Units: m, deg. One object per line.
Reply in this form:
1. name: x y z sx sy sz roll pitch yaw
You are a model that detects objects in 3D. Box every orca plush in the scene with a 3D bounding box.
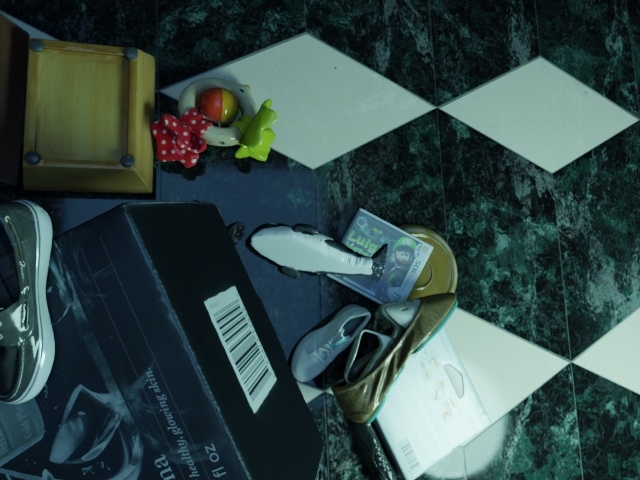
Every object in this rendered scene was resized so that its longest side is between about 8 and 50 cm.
1. orca plush: 0.000 0.000 0.957 0.287 0.151 0.102 2 41 9

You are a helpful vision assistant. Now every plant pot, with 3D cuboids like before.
1. plant pot: 0.226 0.076 1.049 0.237 0.032 0.236 2 84 -16

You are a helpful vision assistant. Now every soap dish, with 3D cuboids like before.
1. soap dish: -0.444 -0.241 0.855 0.229 0.118 0.290 0 83 -15

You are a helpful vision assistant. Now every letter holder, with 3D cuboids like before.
1. letter holder: -0.637 -0.259 0.737 0.152 0.214 0.301 0 84 2

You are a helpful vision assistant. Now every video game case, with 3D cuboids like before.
1. video game case: 0.131 0.045 1.002 0.190 0.022 0.173 28 82 4

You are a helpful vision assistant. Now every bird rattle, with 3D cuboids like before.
1. bird rattle: -0.221 -0.249 0.933 0.254 0.143 0.206 -5 65 -12

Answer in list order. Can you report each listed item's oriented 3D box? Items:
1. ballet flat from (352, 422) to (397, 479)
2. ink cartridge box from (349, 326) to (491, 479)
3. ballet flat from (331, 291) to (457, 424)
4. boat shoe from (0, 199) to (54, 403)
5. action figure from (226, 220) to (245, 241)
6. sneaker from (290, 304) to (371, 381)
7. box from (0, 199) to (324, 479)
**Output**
1. ballet flat: 0.117 0.465 0.978 0.049 0.058 0.173 -25 93 -57
2. ink cartridge box: 0.223 0.351 1.005 0.239 0.060 0.275 -26 91 -17
3. ballet flat: 0.144 0.211 0.922 0.124 0.116 0.342 41 80 0
4. boat shoe: -0.340 0.069 0.475 0.080 0.076 0.228 8 93 9
5. action figure: -0.290 0.016 0.864 0.276 0.141 0.164 5 91 9
6. sneaker: 0.023 0.216 0.947 0.212 0.094 0.080 -44 98 -15
7. box: -0.314 0.250 0.671 0.472 0.297 0.479 -24 91 10
